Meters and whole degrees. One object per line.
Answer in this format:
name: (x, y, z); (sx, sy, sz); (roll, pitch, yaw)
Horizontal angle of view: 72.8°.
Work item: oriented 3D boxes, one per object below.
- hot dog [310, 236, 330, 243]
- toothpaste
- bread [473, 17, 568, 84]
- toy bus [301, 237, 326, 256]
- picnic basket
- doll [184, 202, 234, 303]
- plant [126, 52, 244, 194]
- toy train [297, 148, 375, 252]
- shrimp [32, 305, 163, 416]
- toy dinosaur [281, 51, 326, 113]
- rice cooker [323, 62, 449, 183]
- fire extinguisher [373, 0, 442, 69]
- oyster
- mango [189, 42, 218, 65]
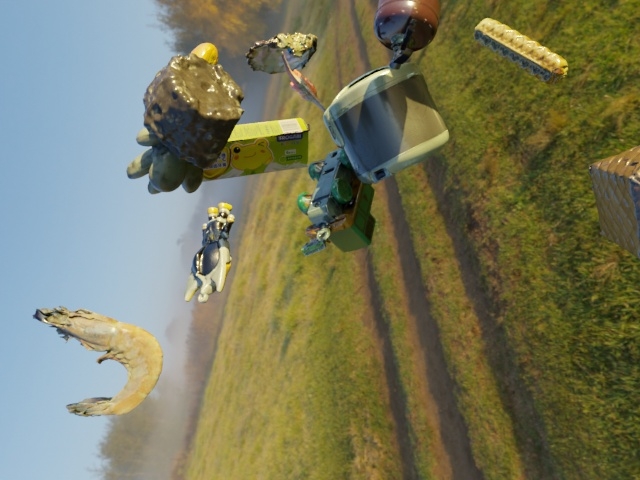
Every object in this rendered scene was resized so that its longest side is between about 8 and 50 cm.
hot dog: (0.000, -0.002, 1.624); (0.144, 0.062, 0.038); (167, 94, -73)
toothpaste: (-0.188, -0.231, 1.104); (0.077, 0.327, 0.110); (-113, 18, -44)
bread: (0.646, -0.622, 1.418); (0.084, 0.077, 0.367); (-52, 55, 22)
toy bus: (-0.022, 0.021, 1.443); (0.037, 0.083, 0.031); (60, -160, -22)
picnic basket: (0.887, -0.116, 1.064); (0.337, 0.337, 0.293); (-133, 25, -76)
doll: (-0.320, 0.036, 1.273); (0.103, 0.145, 0.316); (65, -157, -60)
plant: (-0.243, -0.178, 0.742); (0.274, 0.146, 0.149); (-42, 30, 46)
toy train: (0.083, -0.141, 1.438); (0.178, 0.249, 0.429); (-18, 41, 38)
shrimp: (-0.363, 0.188, 0.683); (0.152, 0.219, 0.046); (-65, 4, -13)
toy dinosaur: (-0.039, -0.450, 1.320); (0.055, 0.279, 0.101); (-41, 42, 14)
rice cooker: (0.173, -0.317, 1.173); (0.277, 0.288, 0.288); (62, 169, -5)
fire extinguisher: (0.166, -0.456, 0.772); (0.135, 0.114, 0.337); (114, 167, -81)
oyster: (-0.135, -0.671, 1.553); (0.198, 0.259, 0.092); (10, -107, -78)
mango: (-0.332, -0.440, 1.152); (0.190, 0.075, 0.098); (-64, 25, -2)
